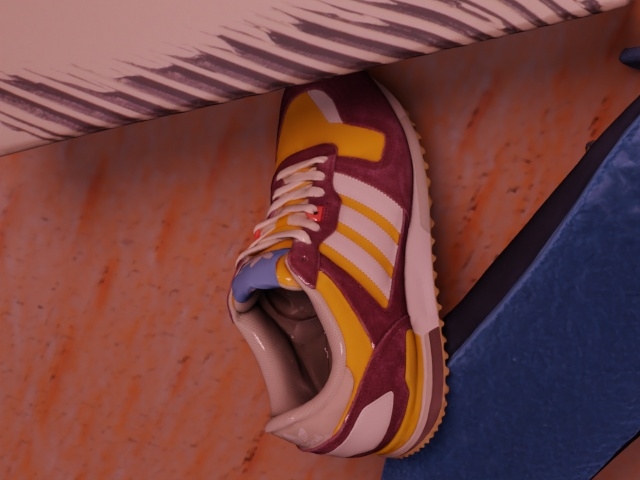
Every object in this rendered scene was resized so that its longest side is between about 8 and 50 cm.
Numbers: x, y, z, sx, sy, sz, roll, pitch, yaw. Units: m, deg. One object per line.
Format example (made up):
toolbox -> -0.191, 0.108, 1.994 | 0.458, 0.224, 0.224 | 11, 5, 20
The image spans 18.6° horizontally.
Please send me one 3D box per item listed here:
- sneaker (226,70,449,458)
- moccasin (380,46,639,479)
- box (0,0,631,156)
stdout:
sneaker -> 0.000, 0.000, 0.824 | 0.084, 0.185, 0.069 | 10, 148, -41
moccasin -> 0.143, -0.013, 0.835 | 0.342, 0.117, 0.138 | -40, 103, 23
box -> -0.015, -0.113, 0.803 | 0.275, 0.113, 0.094 | -13, 99, 13
